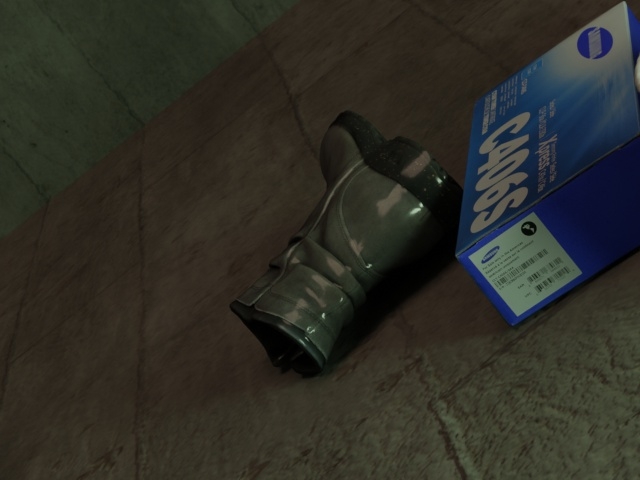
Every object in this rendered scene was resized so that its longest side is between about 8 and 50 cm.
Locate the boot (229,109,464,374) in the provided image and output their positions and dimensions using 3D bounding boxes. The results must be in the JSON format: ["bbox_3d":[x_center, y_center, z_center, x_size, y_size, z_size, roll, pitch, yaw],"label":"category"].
[{"bbox_3d":[0.000,0.000,1.694,0.223,0.118,0.338,-45,10,-3],"label":"boot"}]

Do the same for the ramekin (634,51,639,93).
[{"bbox_3d":[0.348,-0.129,1.151,0.277,0.135,0.277,-37,15,11],"label":"ramekin"}]

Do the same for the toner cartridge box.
[{"bbox_3d":[0.200,-0.072,1.470,0.165,0.075,0.348,-33,15,18],"label":"toner cartridge box"}]
